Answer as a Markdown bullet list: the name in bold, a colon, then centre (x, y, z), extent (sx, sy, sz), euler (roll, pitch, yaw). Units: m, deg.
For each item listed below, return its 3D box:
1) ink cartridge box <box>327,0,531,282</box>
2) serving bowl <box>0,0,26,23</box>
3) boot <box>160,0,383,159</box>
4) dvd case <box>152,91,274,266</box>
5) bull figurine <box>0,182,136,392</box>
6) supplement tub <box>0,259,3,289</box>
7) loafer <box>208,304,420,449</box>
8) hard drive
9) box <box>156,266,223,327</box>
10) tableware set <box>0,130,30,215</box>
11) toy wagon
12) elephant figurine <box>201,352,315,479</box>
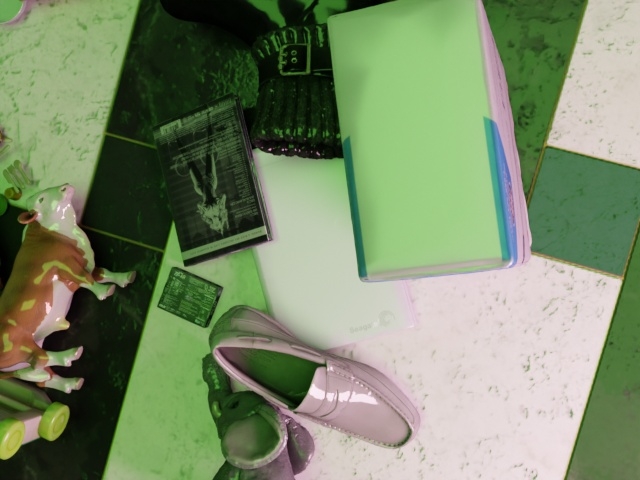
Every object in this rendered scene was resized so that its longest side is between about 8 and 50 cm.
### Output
- **ink cartridge box**: centre (0.148, -0.101, 1.095), extent (0.166, 0.395, 0.286), euler (-8, 87, 15)
- **serving bowl**: centre (-0.500, -0.382, 1.442), extent (0.083, 0.027, 0.083), euler (0, 88, 14)
- **boot**: centre (-0.082, -0.250, 1.249), extent (0.347, 0.131, 0.260), euler (7, 90, 14)
- **dvd case**: centre (-0.161, -0.086, 1.335), extent (0.164, 0.018, 0.221), euler (-17, 84, 32)
- **bull figurine**: centre (-0.401, 0.074, 1.363), extent (0.188, 0.101, 0.310), euler (23, 87, 11)
- **supplement tub**: centre (-0.570, 0.003, 1.403), extent (0.117, 0.117, 0.190), euler (-26, 86, 12)
- **loafer**: centre (-0.010, 0.202, 1.241), extent (0.319, 0.111, 0.112), euler (27, 112, -3)
- **hard drive**: centre (0.000, 0.000, 1.308), extent (0.203, 0.040, 0.308), euler (-17, 84, 13)
- **box**: centre (-0.196, 0.085, 1.364), extent (0.083, 0.018, 0.067), euler (22, 94, 13)
- **tableware set**: centre (-0.526, -0.121, 1.448), extent (0.104, 0.024, 0.154), euler (-37, 82, 13)
- **toy wagon**: centre (-0.531, 0.233, 1.273), extent (0.267, 0.344, 0.068), euler (19, 95, 13)
- **elephant figurine**: centre (-0.091, 0.289, 1.275), extent (0.186, 0.169, 0.240), euler (17, 76, -15)
